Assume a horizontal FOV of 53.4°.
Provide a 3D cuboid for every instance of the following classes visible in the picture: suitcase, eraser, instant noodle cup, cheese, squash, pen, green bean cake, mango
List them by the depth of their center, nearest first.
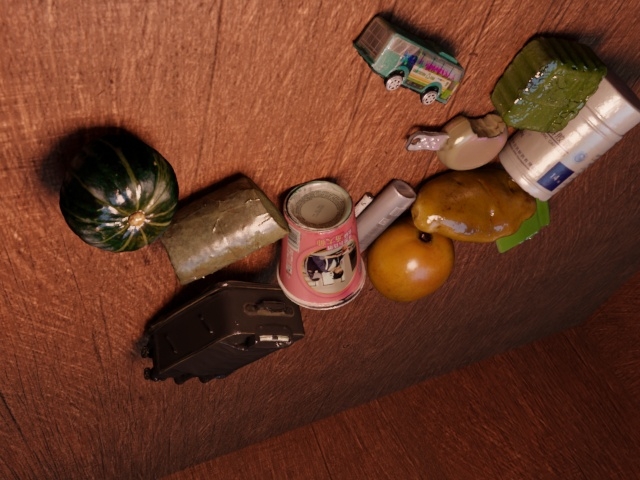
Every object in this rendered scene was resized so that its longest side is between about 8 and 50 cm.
[{"bbox_3d":[-0.355,-0.083,1.132,0.218,0.172,0.218,-17,143,-14],"label":"squash"},{"bbox_3d":[0.521,-0.356,1.461,0.214,0.113,0.200,2,138,-28],"label":"green bean cake"},{"bbox_3d":[0.000,0.000,1.533,0.243,0.244,0.255,-19,141,-15],"label":"instant noodle cup"},{"bbox_3d":[0.326,-0.240,1.540,0.286,0.082,0.163,-4,143,-34],"label":"cheese"},{"bbox_3d":[-0.252,0.240,1.665,0.283,0.194,0.433,9,151,-44],"label":"suitcase"},{"bbox_3d":[0.071,-0.054,1.687,0.025,0.025,0.204,4,139,-43],"label":"pen"},{"bbox_3d":[0.257,0.064,1.836,0.263,0.221,0.378,-34,167,-10],"label":"mango"},{"bbox_3d":[0.626,-0.084,2.033,0.210,0.092,0.274,-33,149,9],"label":"eraser"}]

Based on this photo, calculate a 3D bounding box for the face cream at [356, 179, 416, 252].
[{"bbox_3d":[0.138,-0.047,1.700,0.107,0.073,0.269,3,139,-46],"label":"face cream"}]

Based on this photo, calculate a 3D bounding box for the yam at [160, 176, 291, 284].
[{"bbox_3d":[-0.214,-0.026,1.357,0.267,0.161,0.161,-27,151,0],"label":"yam"}]

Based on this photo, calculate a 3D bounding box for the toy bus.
[{"bbox_3d":[0.178,-0.344,1.245,0.261,0.091,0.109,6,131,-47],"label":"toy bus"}]

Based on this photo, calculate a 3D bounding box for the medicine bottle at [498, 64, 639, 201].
[{"bbox_3d":[0.639,-0.275,1.628,0.189,0.190,0.332,7,137,-45],"label":"medicine bottle"}]

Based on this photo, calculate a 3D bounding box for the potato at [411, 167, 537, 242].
[{"bbox_3d":[0.407,-0.094,1.718,0.368,0.176,0.196,-5,108,-23],"label":"potato"}]
